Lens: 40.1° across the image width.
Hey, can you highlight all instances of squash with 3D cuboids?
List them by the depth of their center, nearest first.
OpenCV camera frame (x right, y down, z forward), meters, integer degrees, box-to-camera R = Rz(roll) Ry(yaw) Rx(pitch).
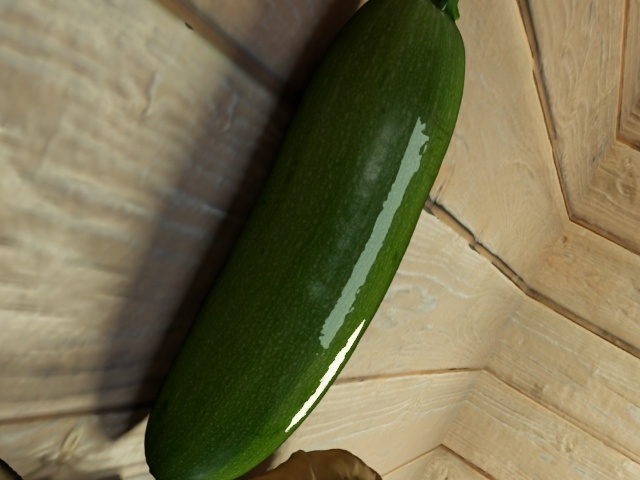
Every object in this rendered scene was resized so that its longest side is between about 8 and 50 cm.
[{"bbox_3d":[0.000,0.000,0.570,0.394,0.107,0.107,-63,161,8],"label":"squash"}]

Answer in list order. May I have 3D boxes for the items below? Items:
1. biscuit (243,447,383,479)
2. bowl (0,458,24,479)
[{"bbox_3d":[-0.097,0.392,0.857,0.429,0.104,0.446,-2,120,-51],"label":"biscuit"},{"bbox_3d":[-0.172,0.176,0.250,0.126,0.238,0.237,12,108,-45],"label":"bowl"}]
